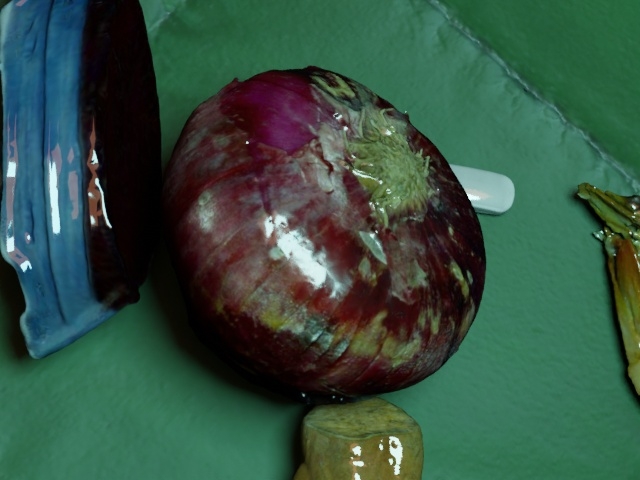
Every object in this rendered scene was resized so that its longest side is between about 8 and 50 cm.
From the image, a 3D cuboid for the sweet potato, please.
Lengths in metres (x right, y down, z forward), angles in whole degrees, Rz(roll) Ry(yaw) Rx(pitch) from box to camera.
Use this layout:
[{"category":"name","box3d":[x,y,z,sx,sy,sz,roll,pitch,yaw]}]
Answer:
[{"category":"sweet potato","box3d":[0.019,0.223,1.137,0.097,0.097,0.252,8,71,-7]}]

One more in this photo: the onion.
[{"category":"onion","box3d":[0.000,0.000,1.149,0.246,0.190,0.246,20,54,-30]}]

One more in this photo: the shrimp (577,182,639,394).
[{"category":"shrimp","box3d":[0.282,0.059,1.249,0.145,0.061,0.267,-38,85,-8]}]

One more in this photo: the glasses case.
[{"category":"glasses case","box3d":[0.107,-0.040,1.267,0.083,0.021,0.032,8,75,-6]}]

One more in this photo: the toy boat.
[{"category":"toy boat","box3d":[-0.195,-0.067,1.181,0.142,0.129,0.309,-9,73,18]}]
